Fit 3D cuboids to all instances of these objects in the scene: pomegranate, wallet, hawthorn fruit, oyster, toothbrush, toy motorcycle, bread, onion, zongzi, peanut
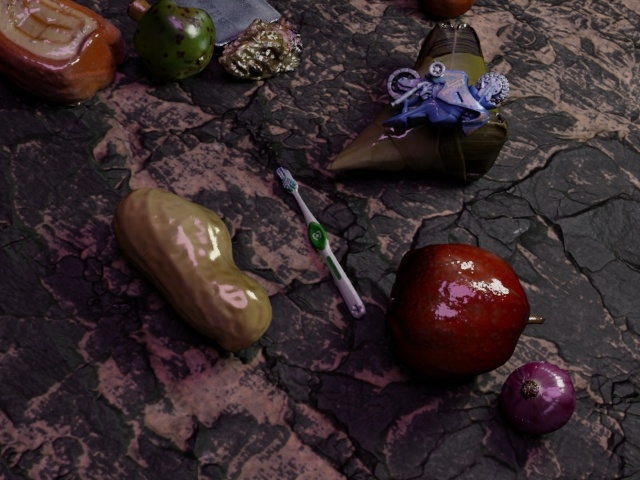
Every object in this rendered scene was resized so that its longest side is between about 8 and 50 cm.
[{"bbox_3d":[-0.272,-0.351,1.844,0.169,0.143,0.122,27,56,-5],"label":"pomegranate"},{"bbox_3d":[-0.195,-0.446,1.988,0.167,0.036,0.222,-30,67,-27],"label":"wallet"},{"bbox_3d":[0.243,-0.499,2.068,0.140,0.125,0.125,8,50,29],"label":"hawthorn fruit"},{"bbox_3d":[-0.108,-0.346,1.914,0.177,0.056,0.106,-15,91,-27],"label":"oyster"},{"bbox_3d":[0.221,0.112,1.619,0.249,0.215,0.215,10,56,-11],"label":"hawthorn fruit"},{"bbox_3d":[0.001,0.000,1.743,0.030,0.030,0.304,-19,65,-22],"label":"toothbrush"},{"bbox_3d":[0.206,-0.228,1.741,0.205,0.076,0.114,4,79,10],"label":"toy motorcycle"},{"bbox_3d":[-0.475,-0.340,1.810,0.244,0.123,0.190,24,57,6],"label":"bread"},{"bbox_3d":[0.335,0.241,1.619,0.115,0.104,0.115,-11,69,29],"label":"onion"},{"bbox_3d":[0.148,-0.250,1.866,0.317,0.154,0.289,-4,56,-9],"label":"zongzi"},{"bbox_3d":[-0.191,0.032,1.614,0.147,0.148,0.319,-34,67,-28],"label":"peanut"}]
